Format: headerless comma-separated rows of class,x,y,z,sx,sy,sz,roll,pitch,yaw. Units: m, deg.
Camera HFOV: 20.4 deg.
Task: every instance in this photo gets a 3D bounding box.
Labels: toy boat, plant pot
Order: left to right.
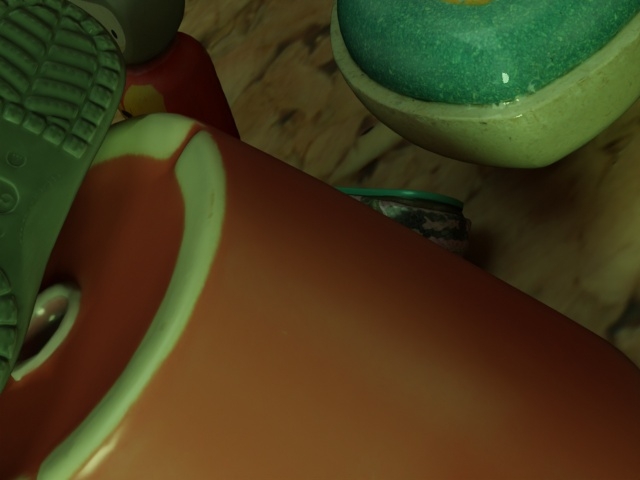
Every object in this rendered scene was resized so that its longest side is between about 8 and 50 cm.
plant pot,-0.027,0.092,0.738,0.275,0.243,0.275,-33,36,28
toy boat,0.029,-0.130,0.908,0.318,0.148,0.267,-18,37,11

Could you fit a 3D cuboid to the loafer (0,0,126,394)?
loafer,-0.150,0.018,0.672,0.251,0.094,0.087,-61,7,-33

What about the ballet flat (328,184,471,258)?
ballet flat,0.000,0.000,0.969,0.221,0.077,0.079,17,91,56
